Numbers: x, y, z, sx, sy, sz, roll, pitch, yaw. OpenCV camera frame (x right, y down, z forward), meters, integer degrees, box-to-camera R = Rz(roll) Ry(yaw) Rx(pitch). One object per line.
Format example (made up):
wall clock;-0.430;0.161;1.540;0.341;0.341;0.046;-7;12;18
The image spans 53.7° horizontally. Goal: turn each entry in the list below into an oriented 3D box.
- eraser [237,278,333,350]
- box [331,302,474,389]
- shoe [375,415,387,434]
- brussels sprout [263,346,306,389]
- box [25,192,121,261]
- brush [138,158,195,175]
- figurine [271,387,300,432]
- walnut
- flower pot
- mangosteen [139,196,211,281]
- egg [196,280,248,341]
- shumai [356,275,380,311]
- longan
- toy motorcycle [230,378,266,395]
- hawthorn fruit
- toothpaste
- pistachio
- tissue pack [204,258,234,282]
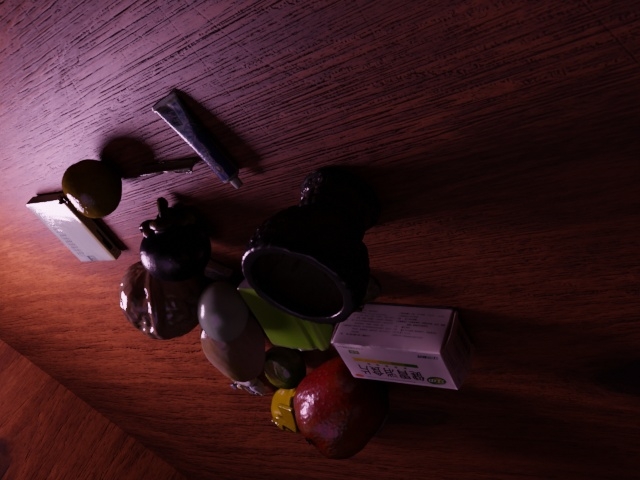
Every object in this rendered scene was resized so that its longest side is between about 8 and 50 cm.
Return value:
eraser;-0.093;0.201;1.823;0.209;0.092;0.274;1;135;31
box;0.219;0.275;1.673;0.332;0.145;0.173;0;139;31
shoe;0.143;0.591;2.176;0.207;0.092;0.106;38;165;-22
brussels sprout;-0.117;0.418;2.084;0.155;0.117;0.155;22;126;34
box;-0.773;-0.038;1.985;0.210;0.045;0.270;-3;135;35
brush;-0.380;-0.179;1.579;0.190;0.034;0.027;-2;152;32
figurine;-0.066;0.587;2.215;0.218;0.169;0.326;34;145;-18
walnut;-0.473;0.173;1.907;0.273;0.227;0.273;17;138;16
flower pot;0.000;0.000;1.363;0.266;0.267;0.267;17;145;12
mangosteen;-0.395;-0.002;1.697;0.194;0.194;0.231;1;111;31
egg;-0.283;0.208;1.839;0.149;0.149;0.192;11;127;20
shumai;0.086;0.136;1.631;0.123;0.087;0.099;29;146;-1
longan;-0.610;-0.132;1.669;0.155;0.176;0.145;64;-175;6
toy motorcycle;-0.291;0.489;2.318;0.229;0.074;0.151;46;146;-10
hawthorn fruit;0.088;0.485;1.944;0.284;0.285;0.369;36;104;-13
toothpaste;-0.269;-0.221;1.447;0.268;0.047;0.069;50;151;-23
pistachio;-0.278;0.319;2.022;0.197;0.166;0.288;-26;122;0
tissue pack;-0.301;0.095;1.864;0.083;0.035;0.063;24;145;5
